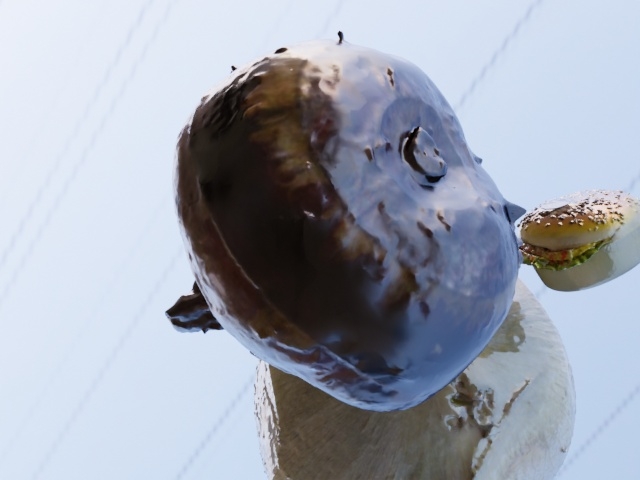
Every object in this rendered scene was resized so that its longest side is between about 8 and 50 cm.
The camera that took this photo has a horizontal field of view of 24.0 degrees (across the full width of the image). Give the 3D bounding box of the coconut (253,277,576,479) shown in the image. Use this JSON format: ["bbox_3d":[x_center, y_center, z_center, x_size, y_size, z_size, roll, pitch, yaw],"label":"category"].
[{"bbox_3d":[0.094,0.172,1.597,0.346,0.360,0.346,-2,-109,7],"label":"coconut"}]

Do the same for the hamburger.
[{"bbox_3d":[0.254,-0.004,1.476,0.081,0.141,0.126,66,-11,-17],"label":"hamburger"}]

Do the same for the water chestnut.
[{"bbox_3d":[0.000,0.000,1.174,0.300,0.300,0.300,-22,-118,47],"label":"water chestnut"}]
